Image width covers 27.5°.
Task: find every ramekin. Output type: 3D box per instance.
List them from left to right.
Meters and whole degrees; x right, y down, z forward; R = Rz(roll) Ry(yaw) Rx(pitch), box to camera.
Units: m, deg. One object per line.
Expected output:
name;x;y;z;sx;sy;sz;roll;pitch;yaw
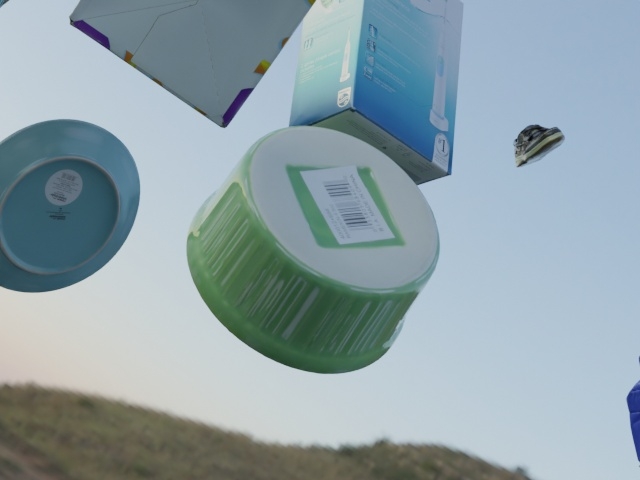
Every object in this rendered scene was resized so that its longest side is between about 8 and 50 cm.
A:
ramekin;0.000;0.000;1.620;0.303;0.303;0.148;33;-48;-1

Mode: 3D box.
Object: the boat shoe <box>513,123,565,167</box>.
boat shoe;0.309;-0.143;1.898;0.049;0.056;0.152;67;-14;5

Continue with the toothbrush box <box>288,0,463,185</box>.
toothbrush box;0.084;-0.247;1.832;0.126;0.296;0.216;-15;-32;41

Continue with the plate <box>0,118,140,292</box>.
plate;-0.257;-0.027;1.271;0.188;0.188;0.024;45;-3;-43

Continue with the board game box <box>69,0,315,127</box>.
board game box;-0.097;-0.207;1.070;0.142;0.144;0.275;34;9;-12

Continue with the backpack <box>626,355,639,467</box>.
backpack;0.299;0.114;0.954;0.120;0.101;0.098;0;-8;-31

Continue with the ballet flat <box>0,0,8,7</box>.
ballet flat;-0.316;-0.262;1.240;0.073;0.232;0.080;15;-46;15
